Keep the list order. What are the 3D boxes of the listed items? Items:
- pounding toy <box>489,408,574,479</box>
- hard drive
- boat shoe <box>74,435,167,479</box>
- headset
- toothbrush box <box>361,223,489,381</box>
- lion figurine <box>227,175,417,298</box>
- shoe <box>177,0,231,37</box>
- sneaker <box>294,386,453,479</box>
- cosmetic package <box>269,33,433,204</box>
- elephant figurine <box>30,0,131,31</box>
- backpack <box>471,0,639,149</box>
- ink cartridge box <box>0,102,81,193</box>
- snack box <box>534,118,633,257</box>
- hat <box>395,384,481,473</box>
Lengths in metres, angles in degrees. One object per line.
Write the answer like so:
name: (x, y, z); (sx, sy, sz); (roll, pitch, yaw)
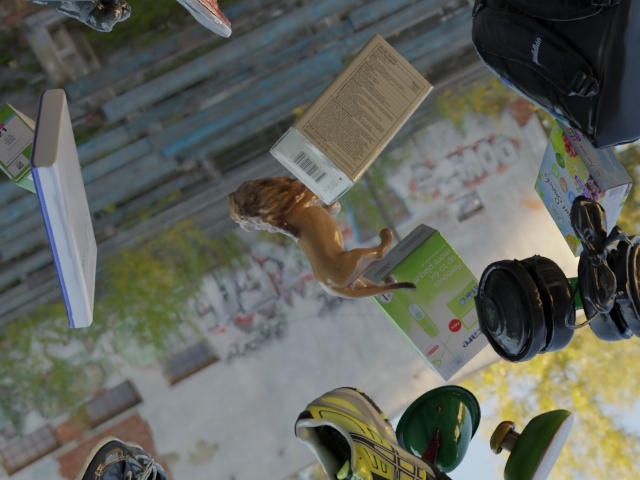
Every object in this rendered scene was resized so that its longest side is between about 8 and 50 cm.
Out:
pounding toy: (0.319, 0.364, 1.807); (0.237, 0.110, 0.183); (-50, 154, -27)
hard drive: (-0.402, -0.048, 1.717); (0.040, 0.318, 0.210); (-6, -140, -4)
boat shoe: (-0.278, 0.335, 1.523); (0.095, 0.079, 0.254); (-58, 169, -9)
headset: (0.313, 0.046, 1.352); (0.244, 0.185, 0.394); (-11, 178, 5)
toothbrush box: (0.253, 0.137, 2.422); (0.206, 0.283, 0.122); (-41, -164, -4)
lion figurine: (0.000, 0.000, 2.230); (0.240, 0.392, 0.142); (-23, 148, -36)
shoe: (-0.216, -0.463, 2.055); (0.063, 0.178, 0.081); (21, -101, 45)
sneaker: (0.102, 0.408, 1.780); (0.147, 0.385, 0.145); (-11, 135, -51)
cosmetic package: (0.062, -0.232, 2.061); (0.309, 0.160, 0.113); (-50, -174, -34)
elephant figurine: (-0.386, -0.504, 1.911); (0.186, 0.169, 0.239); (-50, 175, -44)
backpack: (0.349, -0.316, 1.508); (0.273, 0.290, 0.355); (-10, -155, -34)
ink cartridge box: (-0.601, -0.211, 2.073); (0.097, 0.255, 0.189); (-44, 173, -2)
snack box: (0.467, -0.099, 1.948); (0.070, 0.174, 0.207); (-17, 147, -11)
hat: (0.240, 0.393, 1.971); (0.208, 0.173, 0.183); (-53, -151, 8)
